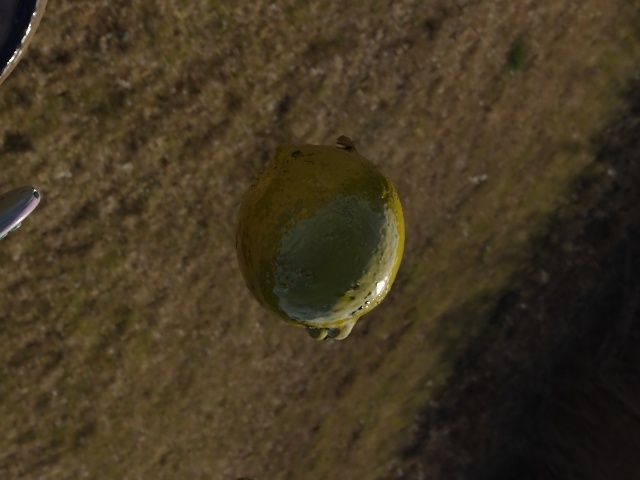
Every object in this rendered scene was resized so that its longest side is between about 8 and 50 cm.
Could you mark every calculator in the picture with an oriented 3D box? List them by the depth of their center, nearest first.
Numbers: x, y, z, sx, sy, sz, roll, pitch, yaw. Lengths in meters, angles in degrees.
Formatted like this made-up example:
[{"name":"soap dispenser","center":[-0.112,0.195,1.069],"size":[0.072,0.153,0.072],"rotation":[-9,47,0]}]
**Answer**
[{"name":"calculator","center":[-0.521,0.011,1.570],"size":[0.299,0.185,0.041],"rotation":[-30,109,6]}]

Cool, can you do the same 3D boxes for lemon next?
[{"name":"lemon","center":[0.000,0.000,1.126],"size":[0.173,0.206,0.173],"rotation":[-6,-179,0]}]

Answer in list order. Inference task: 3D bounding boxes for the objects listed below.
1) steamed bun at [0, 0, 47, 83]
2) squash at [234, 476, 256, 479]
[{"name":"steamed bun","center":[-0.397,-0.276,1.108],"size":[0.251,0.199,0.301],"rotation":[27,99,-26]},{"name":"squash","center":[-0.120,0.468,1.529],"size":[0.094,0.094,0.341],"rotation":[-3,112,-40]}]
